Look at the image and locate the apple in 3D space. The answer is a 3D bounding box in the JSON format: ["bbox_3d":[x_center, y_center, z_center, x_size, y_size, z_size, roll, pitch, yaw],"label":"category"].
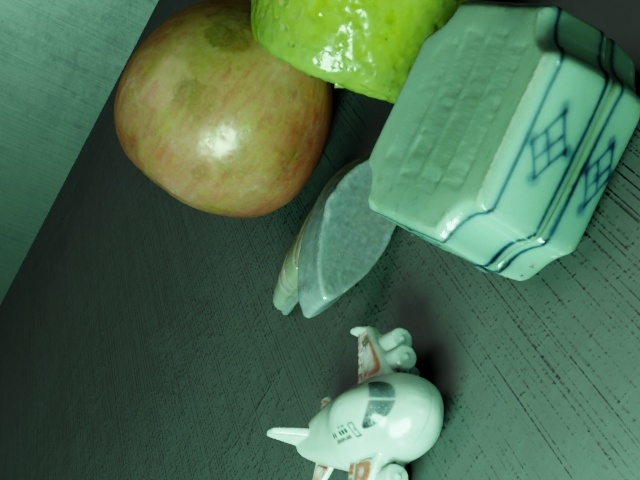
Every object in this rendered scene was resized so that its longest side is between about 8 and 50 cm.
[{"bbox_3d":[-0.152,-0.223,1.728,0.364,0.364,0.363,-44,33,39],"label":"apple"}]

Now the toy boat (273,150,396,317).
[{"bbox_3d":[0.017,-0.017,1.522,0.276,0.111,0.293,-62,15,-7],"label":"toy boat"}]

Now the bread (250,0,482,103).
[{"bbox_3d":[0.069,-0.364,1.470,0.348,0.348,0.307,-127,53,-62],"label":"bread"}]

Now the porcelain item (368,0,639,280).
[{"bbox_3d":[0.200,-0.112,1.173,0.285,0.157,0.281,-65,27,1],"label":"porcelain item"}]

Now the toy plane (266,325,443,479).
[{"bbox_3d":[0.048,0.219,1.240,0.252,0.118,0.252,-40,38,40],"label":"toy plane"}]
